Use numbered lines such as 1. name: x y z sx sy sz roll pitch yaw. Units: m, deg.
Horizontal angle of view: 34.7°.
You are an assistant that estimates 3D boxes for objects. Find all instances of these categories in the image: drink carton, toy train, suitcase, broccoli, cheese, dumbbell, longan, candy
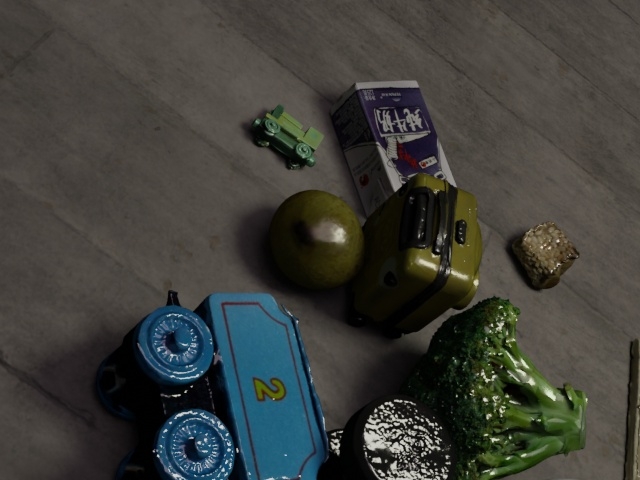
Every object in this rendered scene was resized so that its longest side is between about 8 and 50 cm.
1. drink carton: 0.122 -0.153 1.744 0.134 0.102 0.222 -7 70 -34
2. toy train: -0.140 0.218 1.356 0.265 0.188 0.300 2 61 -33
3. suitcase: 0.150 0.028 1.574 0.143 0.235 0.193 21 57 -18
4. broccoli: 0.246 0.236 1.492 0.275 0.307 0.307 3 56 16
5. cheese: 0.562 0.351 1.755 0.085 0.034 0.400 26 56 -14
6. dumbbell: 0.068 0.311 1.390 0.153 0.218 0.152 13 59 -22
7. longan: 0.000 0.000 1.574 0.176 0.145 0.154 14 72 -63
8. candy: 0.398 0.024 1.810 0.095 0.085 0.110 -27 70 -30
9. toy train: -0.053 -0.171 1.687 0.122 0.050 0.081 36 49 -7

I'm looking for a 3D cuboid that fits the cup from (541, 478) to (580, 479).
1. cup: 0.343 0.512 1.443 0.212 0.212 0.317 28 53 -13
